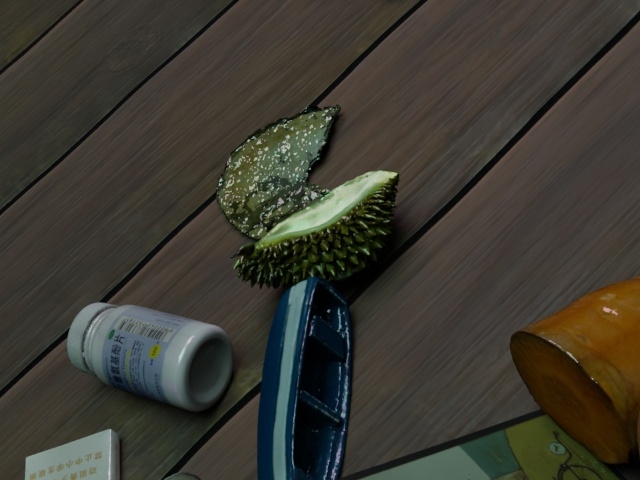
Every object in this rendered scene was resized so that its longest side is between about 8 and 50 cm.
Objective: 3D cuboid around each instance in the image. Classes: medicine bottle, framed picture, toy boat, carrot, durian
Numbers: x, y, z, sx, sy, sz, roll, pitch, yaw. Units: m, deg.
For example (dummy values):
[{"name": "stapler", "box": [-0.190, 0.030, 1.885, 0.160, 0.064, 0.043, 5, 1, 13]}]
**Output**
[{"name": "medicine bottle", "box": [-0.203, 0.133, 1.354, 0.187, 0.103, 0.102, 11, 62, 32]}, {"name": "framed picture", "box": [0.161, 0.264, 1.001, 0.324, 0.013, 0.244, -11, 39, -31]}, {"name": "toy boat", "box": [-0.021, 0.183, 1.232, 0.062, 0.096, 0.299, -14, 52, 30]}, {"name": "carrot", "box": [0.315, 0.095, 1.088, 0.225, 0.159, 0.159, -31, 46, -16]}, {"name": "durian", "box": [0.004, 0.009, 1.330, 0.221, 0.137, 0.095, -23, 68, -11]}]

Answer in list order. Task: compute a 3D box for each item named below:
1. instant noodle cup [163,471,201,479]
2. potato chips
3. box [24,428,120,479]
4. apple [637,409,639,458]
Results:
[{"name": "instant noodle cup", "box": [-0.071, 0.345, 1.063, 0.179, 0.234, 0.234, 5, 59, 19]}, {"name": "potato chips", "box": [-0.041, -0.081, 1.483, 0.202, 0.029, 0.220, -28, 46, 7]}, {"name": "box", "box": [-0.283, 0.330, 1.299, 0.122, 0.032, 0.220, -19, 49, 13]}, {"name": "apple", "box": [0.400, 0.178, 0.931, 0.264, 0.264, 0.264, -14, 51, 18]}]
